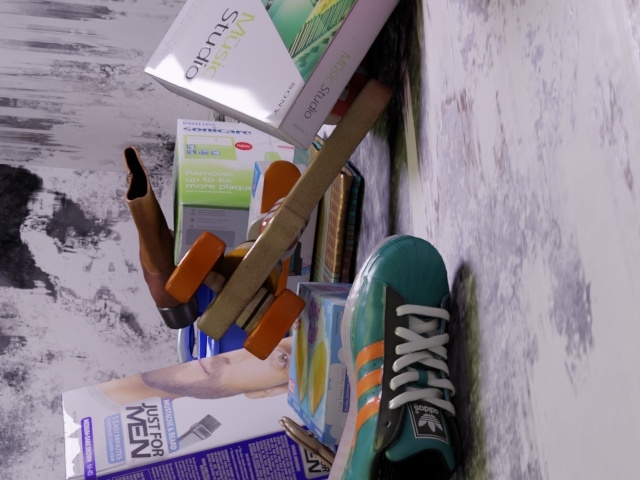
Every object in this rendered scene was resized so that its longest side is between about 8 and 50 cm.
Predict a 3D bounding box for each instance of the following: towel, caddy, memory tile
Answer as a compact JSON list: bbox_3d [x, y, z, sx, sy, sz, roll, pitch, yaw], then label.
[{"bbox_3d":[0.000,0.000,2.013,0.370,0.040,0.271,-126,40,-73],"label":"towel"},{"bbox_3d":[-0.157,0.174,2.467,0.241,0.179,0.341,116,157,-64],"label":"caddy"},{"bbox_3d":[0.020,0.236,1.511,0.012,0.148,0.113,-52,5,-4],"label":"memory tile"}]

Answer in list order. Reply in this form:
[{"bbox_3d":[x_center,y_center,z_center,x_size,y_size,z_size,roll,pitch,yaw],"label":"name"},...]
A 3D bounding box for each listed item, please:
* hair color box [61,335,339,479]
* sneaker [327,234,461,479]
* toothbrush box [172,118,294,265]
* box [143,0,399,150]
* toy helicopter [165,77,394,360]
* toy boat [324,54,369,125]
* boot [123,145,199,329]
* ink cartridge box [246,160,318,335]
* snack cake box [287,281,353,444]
[{"bbox_3d":[-0.152,0.244,1.828,0.185,0.339,0.110,-110,9,-56],"label":"hair color box"},{"bbox_3d":[0.082,0.144,1.288,0.121,0.108,0.302,-1,81,63],"label":"sneaker"},{"bbox_3d":[-0.132,-0.076,2.323,0.283,0.206,0.122,-100,16,-59],"label":"toothbrush box"},{"bbox_3d":[-0.059,-0.251,1.698,0.322,0.058,0.232,27,84,50],"label":"box"},{"bbox_3d":[-0.027,-0.034,1.674,0.355,0.140,0.235,-55,0,-1],"label":"toy helicopter"},{"bbox_3d":[0.017,-0.260,1.784,0.151,0.151,0.231,-34,46,41],"label":"toy boat"},{"bbox_3d":[-0.286,-0.030,2.364,0.264,0.096,0.280,-101,-5,-55],"label":"boot"},{"bbox_3d":[-0.059,0.018,2.004,0.134,0.078,0.231,-116,31,-69],"label":"ink cartridge box"},{"bbox_3d":[0.028,0.132,1.619,0.264,0.089,0.152,-163,77,-81],"label":"snack cake box"}]
